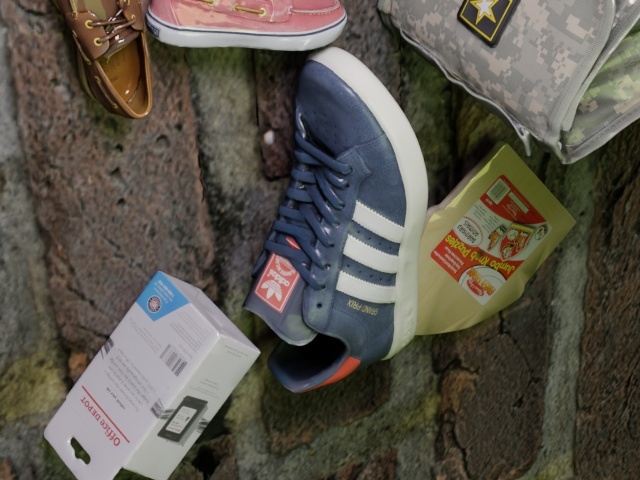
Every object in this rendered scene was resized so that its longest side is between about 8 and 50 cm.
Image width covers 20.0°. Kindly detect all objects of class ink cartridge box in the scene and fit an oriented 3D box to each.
[{"bbox_3d":[-0.147,0.131,1.559,0.180,0.104,0.060,-53,139,8],"label":"ink cartridge box"}]

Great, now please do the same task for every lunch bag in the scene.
[{"bbox_3d":[0.210,-0.223,1.484,0.287,0.235,0.169,-44,144,-5],"label":"lunch bag"}]

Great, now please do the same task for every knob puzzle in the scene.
[{"bbox_3d":[0.144,0.011,1.765,0.213,0.030,0.213,-23,133,-26],"label":"knob puzzle"}]

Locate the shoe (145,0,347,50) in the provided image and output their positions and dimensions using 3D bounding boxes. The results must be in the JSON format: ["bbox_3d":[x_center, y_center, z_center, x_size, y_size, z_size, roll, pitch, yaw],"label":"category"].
[{"bbox_3d":[-0.048,-0.198,1.417,0.178,0.063,0.081,-5,129,-32],"label":"shoe"}]

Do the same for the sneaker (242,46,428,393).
[{"bbox_3d":[0.000,0.000,1.559,0.148,0.131,0.350,-31,136,-24],"label":"sneaker"}]

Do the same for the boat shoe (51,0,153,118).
[{"bbox_3d":[-0.158,-0.166,1.353,0.064,0.060,0.178,-30,136,-18],"label":"boat shoe"}]
